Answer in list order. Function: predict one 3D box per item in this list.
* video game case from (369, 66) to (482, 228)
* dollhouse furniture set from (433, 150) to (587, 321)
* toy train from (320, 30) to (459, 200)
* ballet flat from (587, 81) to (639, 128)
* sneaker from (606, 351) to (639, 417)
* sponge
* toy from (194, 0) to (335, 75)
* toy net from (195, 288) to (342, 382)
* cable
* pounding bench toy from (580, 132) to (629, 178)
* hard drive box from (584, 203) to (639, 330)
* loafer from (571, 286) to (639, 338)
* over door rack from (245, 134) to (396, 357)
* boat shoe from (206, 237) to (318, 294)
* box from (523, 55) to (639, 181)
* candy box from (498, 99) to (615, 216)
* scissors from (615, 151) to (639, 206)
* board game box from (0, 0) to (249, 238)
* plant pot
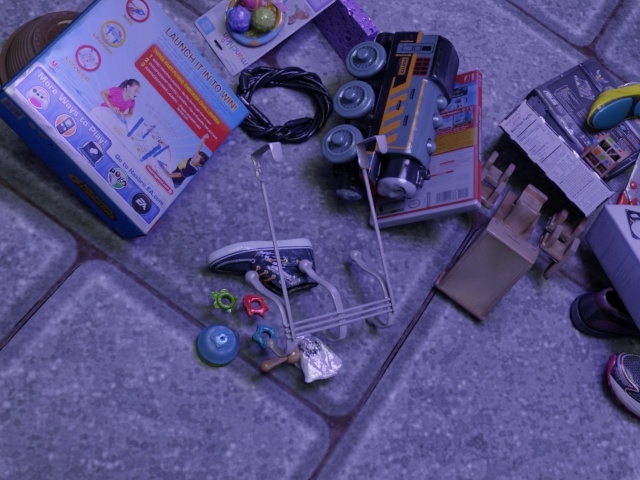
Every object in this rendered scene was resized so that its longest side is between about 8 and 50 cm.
[{"bbox_3d":[0.190,-0.165,1.597,0.025,0.204,0.285,40,48,-48],"label":"video game case"},{"bbox_3d":[0.322,0.002,1.596,0.212,0.161,0.242,37,39,3],"label":"dollhouse furniture set"},{"bbox_3d":[0.126,-0.221,1.573,0.190,0.142,0.333,5,67,26],"label":"toy train"},{"bbox_3d":[0.594,-0.274,1.757,0.231,0.077,0.077,-16,50,-25],"label":"ballet flat"},{"bbox_3d":[0.641,0.261,1.539,0.299,0.112,0.120,22,53,5],"label":"sneaker"},{"bbox_3d":[0.024,-0.437,1.703,0.031,0.117,0.210,-31,77,-25],"label":"sponge"},{"bbox_3d":[-0.107,-0.429,1.642,0.237,0.056,0.137,-35,77,0],"label":"toy"},{"bbox_3d":[-0.077,0.161,1.435,0.232,0.045,0.122,17,60,-9],"label":"toy net"},{"bbox_3d":[-0.063,-0.248,1.629,0.185,0.047,0.150,7,64,-13],"label":"cable"},{"bbox_3d":[0.542,-0.168,1.694,0.065,0.052,0.083,50,46,10],"label":"pounding bench toy"},{"bbox_3d":[0.601,0.047,1.564,0.181,0.089,0.232,1,44,-19],"label":"hard drive box"},{"bbox_3d":[0.608,0.127,1.614,0.303,0.095,0.109,1,65,-15],"label":"loafer"},{"bbox_3d":[0.000,0.000,1.416,0.240,0.108,0.324,-11,100,-40],"label":"over door rack"},{"bbox_3d":[-0.091,0.048,1.470,0.183,0.065,0.083,-7,69,-19],"label":"boat shoe"},{"bbox_3d":[0.546,-0.238,1.792,0.183,0.056,0.231,-30,77,-26],"label":"box"},{"bbox_3d":[0.437,-0.148,1.660,0.071,0.159,0.233,-43,80,13],"label":"candy box"},{"bbox_3d":[0.586,-0.092,1.715,0.109,0.021,0.297,11,79,-12],"label":"scissors"},{"bbox_3d":[-0.314,-0.215,1.444,0.308,0.086,0.302,49,58,-23],"label":"board game box"},{"bbox_3d":[-0.423,-0.307,1.519,0.238,0.109,0.237,7,65,-14],"label":"plant pot"}]
